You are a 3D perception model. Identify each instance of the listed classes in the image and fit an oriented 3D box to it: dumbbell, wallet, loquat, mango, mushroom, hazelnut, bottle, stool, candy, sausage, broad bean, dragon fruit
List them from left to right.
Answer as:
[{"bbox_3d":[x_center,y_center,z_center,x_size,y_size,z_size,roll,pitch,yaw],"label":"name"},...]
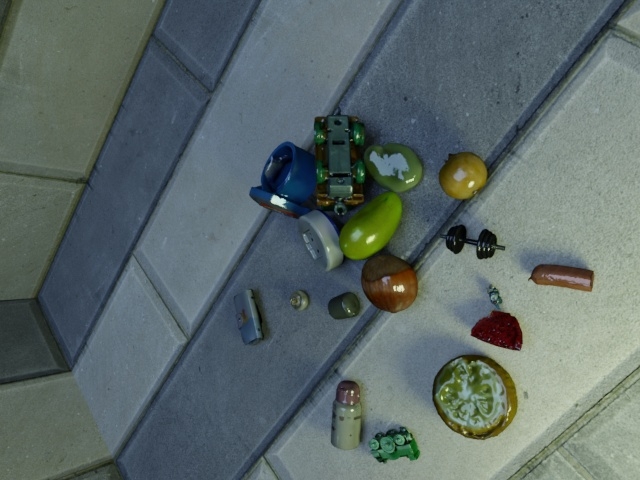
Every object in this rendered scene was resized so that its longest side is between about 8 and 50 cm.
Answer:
[{"bbox_3d":[-0.312,0.338,2.087,0.170,0.069,0.231,-36,64,49],"label":"wallet"},{"bbox_3d":[-0.096,0.243,1.924,0.085,0.079,0.085,1,91,41],"label":"mushroom"},{"bbox_3d":[0.087,0.248,1.785,0.110,0.096,0.096,-24,75,39],"label":"stool"},{"bbox_3d":[0.097,0.636,1.756,0.109,0.109,0.234,3,90,36],"label":"bottle"},{"bbox_3d":[0.182,-0.042,1.663,0.273,0.185,0.149,-43,68,-14],"label":"mango"},{"bbox_3d":[0.236,0.149,1.634,0.214,0.176,0.215,40,139,47],"label":"hazelnut"},{"bbox_3d":[0.248,-0.259,1.682,0.227,0.100,0.170,11,101,34],"label":"broad bean"},{"bbox_3d":[0.450,-0.205,1.507,0.163,0.137,0.163,12,105,49],"label":"loquat"},{"bbox_3d":[0.476,0.004,1.503,0.208,0.099,0.099,14,97,36],"label":"dumbbell"},{"bbox_3d":[0.477,0.482,1.480,0.259,0.118,0.260,-3,85,34],"label":"candy"},{"bbox_3d":[0.557,0.275,1.457,0.162,0.083,0.107,8,72,47],"label":"dragon fruit"},{"bbox_3d":[0.689,0.105,1.373,0.169,0.065,0.065,8,93,37],"label":"sausage"}]

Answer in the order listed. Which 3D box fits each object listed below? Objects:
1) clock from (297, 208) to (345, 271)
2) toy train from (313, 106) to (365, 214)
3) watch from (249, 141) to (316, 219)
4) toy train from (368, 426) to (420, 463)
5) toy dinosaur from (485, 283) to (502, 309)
[{"bbox_3d":[0.000,0.000,1.788,0.230,0.083,0.231,53,158,32],"label":"clock"},{"bbox_3d":[0.064,-0.275,1.738,0.178,0.249,0.430,-1,70,-2],"label":"toy train"},{"bbox_3d":[-0.141,-0.245,1.911,0.305,0.241,0.275,25,93,54],"label":"watch"},{"bbox_3d":[0.253,0.720,1.666,0.178,0.071,0.105,-27,84,31],"label":"toy train"},{"bbox_3d":[0.541,0.175,1.483,0.030,0.047,0.084,-27,72,31],"label":"toy dinosaur"}]
